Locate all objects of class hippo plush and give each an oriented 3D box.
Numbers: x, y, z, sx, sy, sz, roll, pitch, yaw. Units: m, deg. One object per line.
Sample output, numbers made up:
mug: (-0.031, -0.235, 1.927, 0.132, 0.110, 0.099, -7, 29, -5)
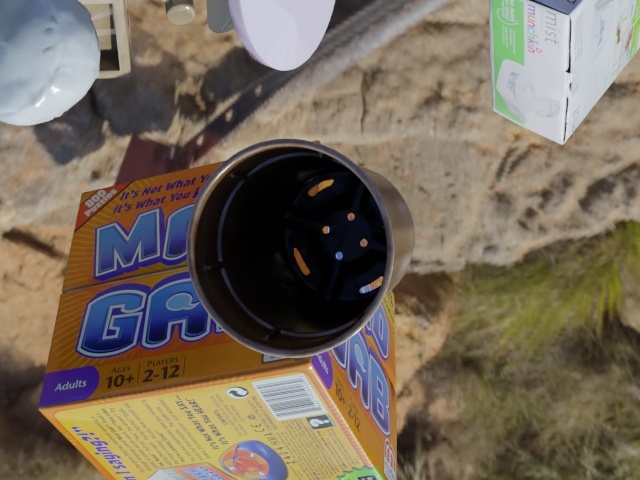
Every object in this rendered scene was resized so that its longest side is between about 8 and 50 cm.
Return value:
hippo plush: (-0.311, -0.139, 0.933, 0.294, 0.236, 0.234, 9, 82, 29)

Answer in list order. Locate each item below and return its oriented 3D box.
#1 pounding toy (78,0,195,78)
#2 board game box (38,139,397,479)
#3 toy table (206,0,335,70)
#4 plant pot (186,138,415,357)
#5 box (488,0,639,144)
pounding toy: (-0.249, -0.284, 1.386, 0.206, 0.094, 0.181, -3, 142, -5)
board game box: (-0.115, 0.141, 1.639, 0.356, 0.356, 0.356, -11, 139, 15)
toy table: (-0.092, -0.371, 1.546, 0.252, 0.161, 0.274, -12, 119, -44)
plant pot: (0.000, 0.000, 0.985, 0.167, 0.165, 0.167, 1, 95, 18)
box: (0.334, -0.299, 1.574, 0.126, 0.231, 0.262, 31, 159, 25)
